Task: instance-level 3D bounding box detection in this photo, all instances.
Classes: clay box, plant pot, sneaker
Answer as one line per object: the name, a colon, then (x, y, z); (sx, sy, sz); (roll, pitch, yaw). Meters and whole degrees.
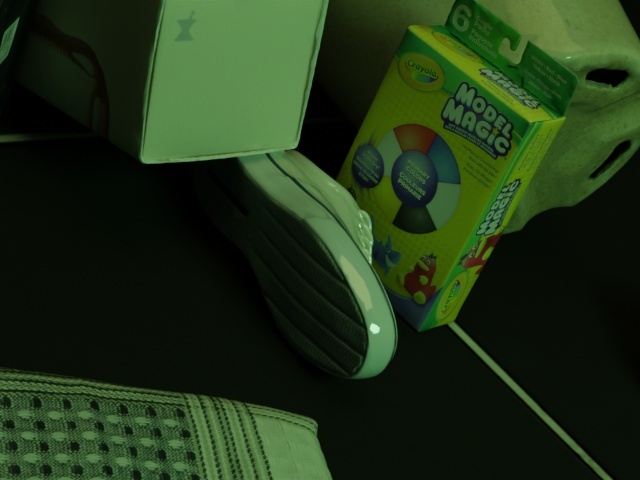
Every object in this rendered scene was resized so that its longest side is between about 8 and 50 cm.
clay box: (0.088, -0.058, 1.102); (0.127, 0.222, 0.053); (41, 34, 28)
plant pot: (0.120, -0.184, 1.274); (0.334, 0.334, 0.305); (0, 48, -36)
sneaker: (0.000, 0.000, 1.072); (0.091, 0.094, 0.258); (-2, 38, -32)

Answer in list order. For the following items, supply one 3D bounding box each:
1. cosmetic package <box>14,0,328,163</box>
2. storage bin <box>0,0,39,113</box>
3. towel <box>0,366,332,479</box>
cosmetic package: (-0.150, -0.172, 1.132); (0.153, 0.129, 0.296); (-7, 27, -40)
storage bin: (-0.255, -0.147, 1.031); (0.084, 0.180, 0.122); (24, 30, -4)
towel: (-0.112, 0.175, 0.749); (0.312, 0.056, 0.324); (12, 33, -22)
